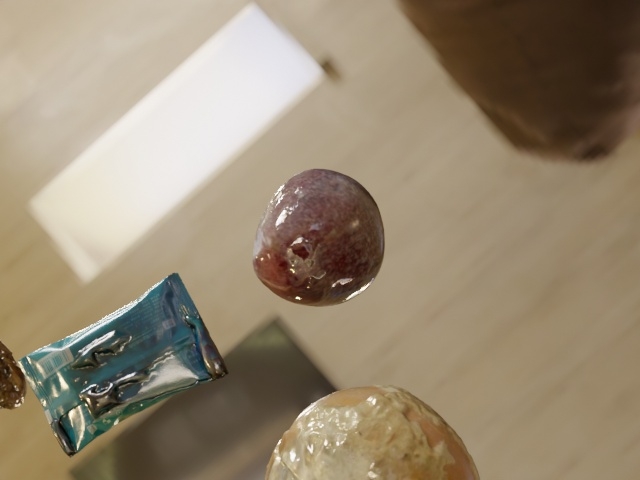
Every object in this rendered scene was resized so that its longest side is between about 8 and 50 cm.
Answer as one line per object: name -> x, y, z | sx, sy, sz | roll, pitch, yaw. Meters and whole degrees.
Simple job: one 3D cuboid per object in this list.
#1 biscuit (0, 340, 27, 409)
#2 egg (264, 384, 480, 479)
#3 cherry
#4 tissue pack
biscuit -> -0.450, 0.125, 2.413 | 0.226, 0.042, 0.226 | 39, -170, -8
egg -> 0.045, 0.237, 1.698 | 0.195, 0.195, 0.233 | -132, 26, -57
cherry -> -0.001, -0.003, 2.380 | 0.140, 0.176, 0.176 | 4, 153, 32
tissue pack -> -0.143, 0.091, 1.416 | 0.085, 0.138, 0.028 | 62, -174, 10
